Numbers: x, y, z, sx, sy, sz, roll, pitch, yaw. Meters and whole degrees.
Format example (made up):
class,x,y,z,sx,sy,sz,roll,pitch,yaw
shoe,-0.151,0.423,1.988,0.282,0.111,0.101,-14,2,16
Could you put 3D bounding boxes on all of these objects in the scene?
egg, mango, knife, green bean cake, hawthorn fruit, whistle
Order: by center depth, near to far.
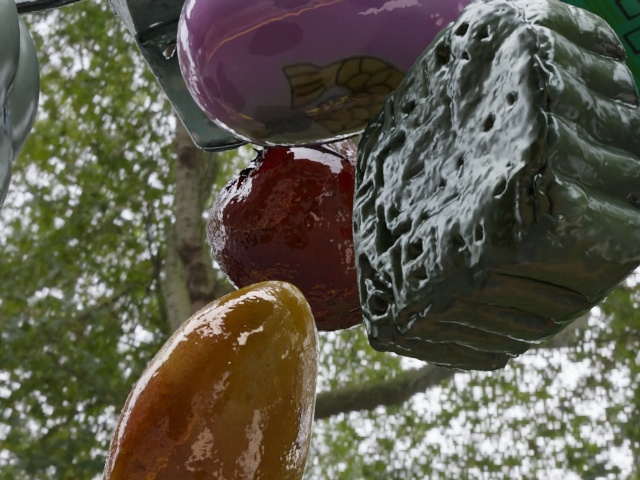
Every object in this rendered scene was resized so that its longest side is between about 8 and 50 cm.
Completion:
class,x,y,z,sx,sy,sz,roll,pitch,yaw
green bean cake,0.117,-0.040,0.673,0.124,0.223,0.227,17,-35,-24
egg,0.006,-0.184,0.847,0.271,0.196,0.196,-24,-56,21
mango,-0.081,0.150,0.855,0.187,0.257,0.138,24,-15,-33
knife,-0.203,-0.231,0.902,0.035,0.247,0.018,6,-67,40
whistle,-0.191,-0.325,1.337,0.168,0.188,0.405,-25,-68,-12
hawthorn fruit,0.000,0.000,1.360,0.307,0.265,0.265,42,-54,-14

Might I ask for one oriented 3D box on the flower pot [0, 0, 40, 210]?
class,x,y,z,sx,sy,sz,roll,pitch,yaw
flower pot,-0.250,-0.076,0.433,0.246,0.195,0.246,-15,-60,-27

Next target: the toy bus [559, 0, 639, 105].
class,x,y,z,sx,sy,sz,roll,pitch,yaw
toy bus,0.365,-0.188,1.099,0.199,0.344,0.183,-28,-24,6
